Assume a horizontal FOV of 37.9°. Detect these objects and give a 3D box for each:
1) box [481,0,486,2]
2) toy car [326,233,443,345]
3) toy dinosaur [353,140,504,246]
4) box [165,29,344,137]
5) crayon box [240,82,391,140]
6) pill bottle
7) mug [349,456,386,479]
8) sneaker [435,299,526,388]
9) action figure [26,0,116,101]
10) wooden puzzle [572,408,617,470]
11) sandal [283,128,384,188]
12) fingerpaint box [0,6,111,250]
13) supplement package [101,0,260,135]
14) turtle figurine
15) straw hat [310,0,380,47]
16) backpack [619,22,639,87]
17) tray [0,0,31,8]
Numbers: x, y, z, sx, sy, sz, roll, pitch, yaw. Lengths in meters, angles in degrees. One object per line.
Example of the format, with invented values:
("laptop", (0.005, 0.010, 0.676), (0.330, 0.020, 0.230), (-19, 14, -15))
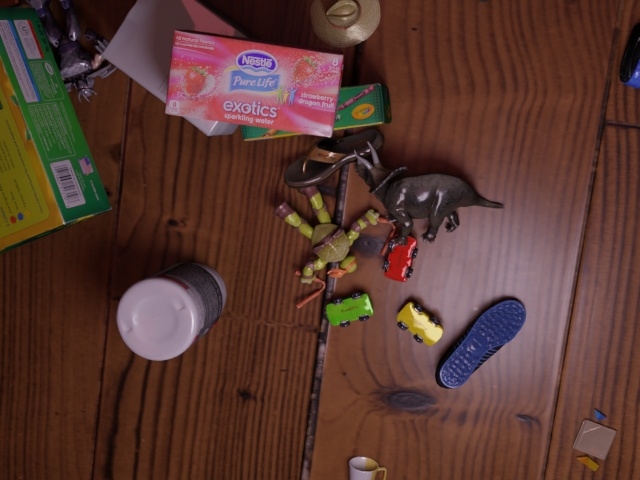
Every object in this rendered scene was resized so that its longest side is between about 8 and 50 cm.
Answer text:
("box", (0.238, -0.575, 1.764), (0.247, 0.163, 0.142), (28, 99, 6))
("toy car", (0.122, 0.120, 1.926), (0.225, 0.053, 0.238), (-17, 93, 11))
("toy dinosaur", (0.211, -0.079, 1.833), (0.314, 0.121, 0.160), (8, 132, 4))
("box", (-0.114, -0.286, 1.675), (0.300, 0.142, 0.154), (9, 102, -1))
("crayon box", (-0.006, -0.253, 1.844), (0.279, 0.165, 0.081), (-6, 96, 10))
("pill bottle", (-0.288, 0.132, 1.878), (0.161, 0.283, 0.161), (1, 97, 9))
("mug", (0.095, 0.504, 1.975), (0.078, 0.062, 0.064), (11, 107, 15))
("sneaker", (0.318, 0.210, 1.897), (0.232, 0.090, 0.081), (-42, 88, -10))
("action figure", (-0.536, -0.424, 1.949), (0.186, 0.099, 0.284), (-18, 97, 6))
("wooden puzzle", (0.561, 0.408, 1.908), (0.079, 0.014, 0.116), (27, 101, 1))
("sandal", (0.022, -0.177, 1.882), (0.219, 0.090, 0.060), (-22, 133, 9))
("fingerpaint box", (-0.684, -0.203, 1.923), (0.371, 0.163, 0.444), (-19, 94, 28))
("supplement package", (-0.246, -0.365, 1.853), (0.263, 0.198, 0.199), (37, 101, 3))
("turtle figurine", (0.000, 0.000, 1.913), (0.269, 0.087, 0.217), (-41, 89, 12))
("straw hat", (0.045, -0.458, 1.863), (0.145, 0.061, 0.144), (1, 98, 9))
("backpack", (0.628, -0.343, 1.762), (0.101, 0.098, 0.120), (21, 99, 3))
("tray", (-0.839, -0.546, 1.995), (0.411, 0.076, 0.202), (-13, 94, 10))
